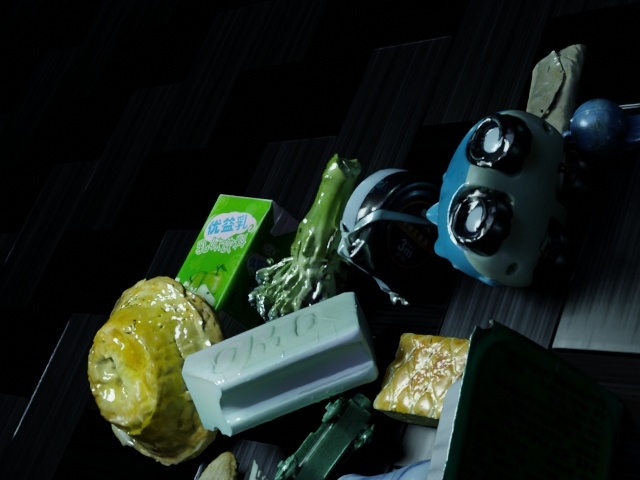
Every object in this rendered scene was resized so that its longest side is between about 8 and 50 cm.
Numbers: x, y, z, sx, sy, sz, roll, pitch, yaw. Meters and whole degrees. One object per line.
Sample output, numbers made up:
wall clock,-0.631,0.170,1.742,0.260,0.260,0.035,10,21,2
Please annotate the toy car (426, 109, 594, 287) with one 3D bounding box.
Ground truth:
toy car,0.254,-0.057,1.599,0.190,0.188,0.255,1,73,56

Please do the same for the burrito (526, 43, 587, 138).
burrito,0.355,-0.201,1.715,0.087,0.060,0.226,-12,52,40

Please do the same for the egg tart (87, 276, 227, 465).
egg tart,-0.287,0.224,1.880,0.341,0.129,0.341,5,97,40

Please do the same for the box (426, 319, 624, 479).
box,0.217,0.289,1.311,0.106,0.264,0.337,-22,44,52

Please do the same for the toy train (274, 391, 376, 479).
toy train,0.004,0.310,1.620,0.200,0.083,0.132,-49,-4,-16

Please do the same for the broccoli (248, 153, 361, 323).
broccoli,-0.006,0.000,1.767,0.165,0.145,0.304,-68,-1,-63

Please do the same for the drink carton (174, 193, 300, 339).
drink carton,-0.162,0.058,1.997,0.161,0.108,0.271,9,66,46

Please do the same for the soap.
soap,-0.062,0.186,1.675,0.289,0.095,0.173,-22,16,6

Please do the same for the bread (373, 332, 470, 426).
bread,0.173,0.201,1.567,0.188,0.068,0.125,3,63,47

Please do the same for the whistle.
whistle,0.418,-0.168,1.605,0.158,0.090,0.090,-19,48,36

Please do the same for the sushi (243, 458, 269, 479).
sushi,-0.110,0.512,1.508,0.339,0.068,0.320,43,114,54

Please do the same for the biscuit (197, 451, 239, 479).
biscuit,-0.185,0.424,1.722,0.220,0.033,0.220,-55,14,21

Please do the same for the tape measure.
tape measure,0.118,-0.018,1.714,0.107,0.182,0.181,21,74,51

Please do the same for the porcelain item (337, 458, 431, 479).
porcelain item,0.118,0.354,1.453,0.259,0.141,0.141,-12,52,50
